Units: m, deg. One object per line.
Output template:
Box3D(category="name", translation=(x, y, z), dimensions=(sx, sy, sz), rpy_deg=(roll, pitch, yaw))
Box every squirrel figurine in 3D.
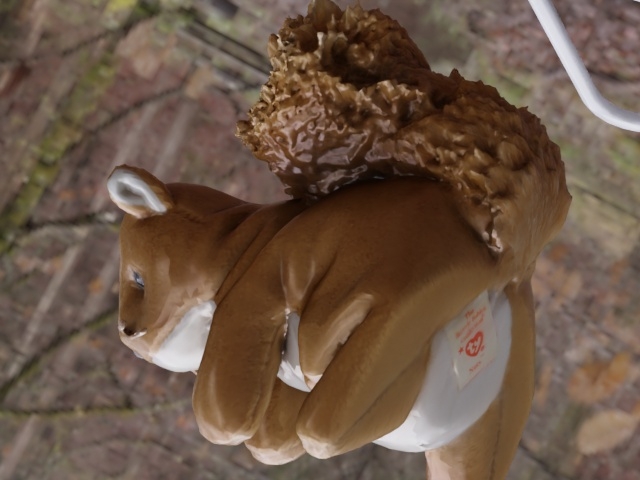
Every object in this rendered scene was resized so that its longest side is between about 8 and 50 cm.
Box3D(category="squirrel figurine", translation=(0.000, 0.000, 1.246), dimensions=(0.370, 0.397, 0.281), rpy_deg=(21, 178, 38))

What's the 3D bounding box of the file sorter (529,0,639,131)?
Box3D(category="file sorter", translation=(0.177, -0.208, 0.563), dimensions=(0.173, 0.277, 0.193), rpy_deg=(-5, 148, 27))
